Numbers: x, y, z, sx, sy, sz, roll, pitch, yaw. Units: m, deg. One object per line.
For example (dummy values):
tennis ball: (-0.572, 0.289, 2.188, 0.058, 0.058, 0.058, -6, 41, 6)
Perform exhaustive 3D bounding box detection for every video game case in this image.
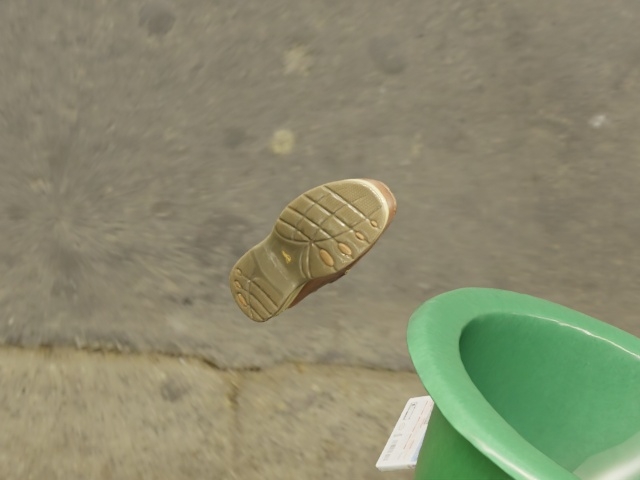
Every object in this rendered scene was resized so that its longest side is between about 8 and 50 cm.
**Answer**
video game case: (0.115, 0.187, 1.653, 0.011, 0.122, 0.087, 46, 55, -23)

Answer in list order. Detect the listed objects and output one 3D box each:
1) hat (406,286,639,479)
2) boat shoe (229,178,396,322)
hat: (0.068, 0.136, 0.660, 0.208, 0.173, 0.183, 26, 112, -2)
boat shoe: (0.000, 0.001, 1.270, 0.060, 0.178, 0.064, -24, 79, -45)
